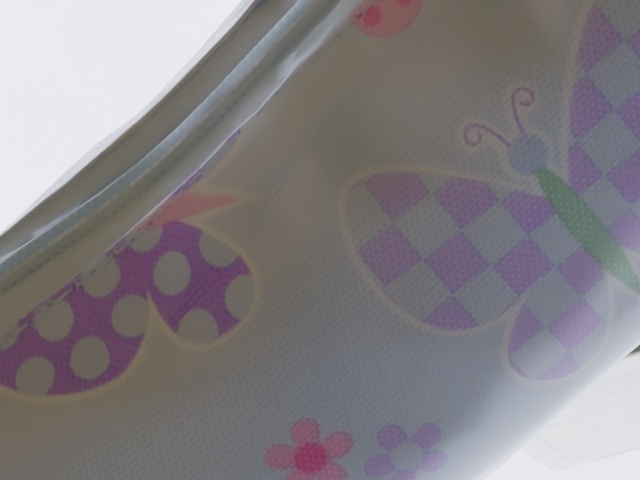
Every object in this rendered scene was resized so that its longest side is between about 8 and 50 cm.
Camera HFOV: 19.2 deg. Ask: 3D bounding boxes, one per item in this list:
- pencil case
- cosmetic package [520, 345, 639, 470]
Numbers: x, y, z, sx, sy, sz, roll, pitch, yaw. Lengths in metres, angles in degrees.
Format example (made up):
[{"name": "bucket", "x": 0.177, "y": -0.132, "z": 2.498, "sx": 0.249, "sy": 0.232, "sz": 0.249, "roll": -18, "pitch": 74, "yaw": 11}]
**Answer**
[{"name": "pencil case", "x": 0.000, "y": 0.000, "z": 0.412, "sx": 0.273, "sy": 0.113, "sz": 0.124, "roll": -41, "pitch": -67, "yaw": 9}, {"name": "cosmetic package", "x": 0.122, "y": 0.001, "z": 0.744, "sx": 0.153, "sy": 0.296, "sz": 0.129, "roll": -20, "pitch": -105, "yaw": 7}]
